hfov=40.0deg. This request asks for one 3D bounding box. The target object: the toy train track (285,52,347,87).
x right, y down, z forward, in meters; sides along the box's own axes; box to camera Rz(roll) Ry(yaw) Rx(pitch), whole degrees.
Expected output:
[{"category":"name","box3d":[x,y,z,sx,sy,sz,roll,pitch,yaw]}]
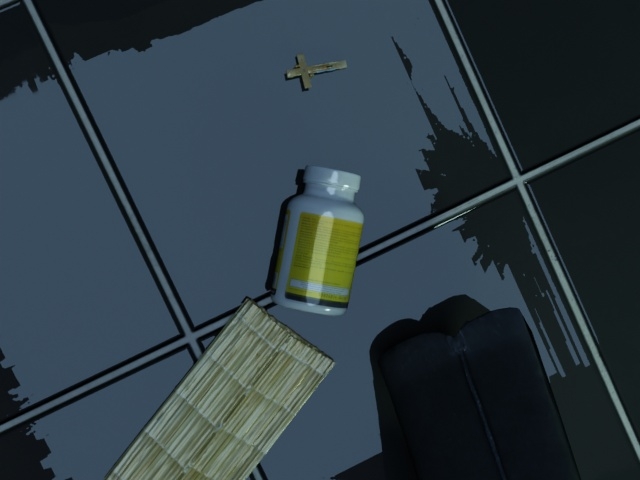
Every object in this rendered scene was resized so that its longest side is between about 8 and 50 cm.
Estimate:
[{"category":"toy train track","box3d":[-0.006,-0.229,1.183,0.083,0.014,0.048,-12,86,-12]}]

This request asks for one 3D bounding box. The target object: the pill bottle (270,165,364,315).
[{"category":"pill bottle","box3d":[0.000,0.000,1.143,0.103,0.103,0.184,11,91,-7]}]

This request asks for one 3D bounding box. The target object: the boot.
[{"category":"boot","box3d":[0.144,0.334,1.071,0.367,0.146,0.445,-13,67,0]}]

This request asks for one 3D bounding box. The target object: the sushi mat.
[{"category":"sushi mat","box3d":[-0.134,0.243,1.176,0.151,0.019,0.316,39,87,-8]}]
